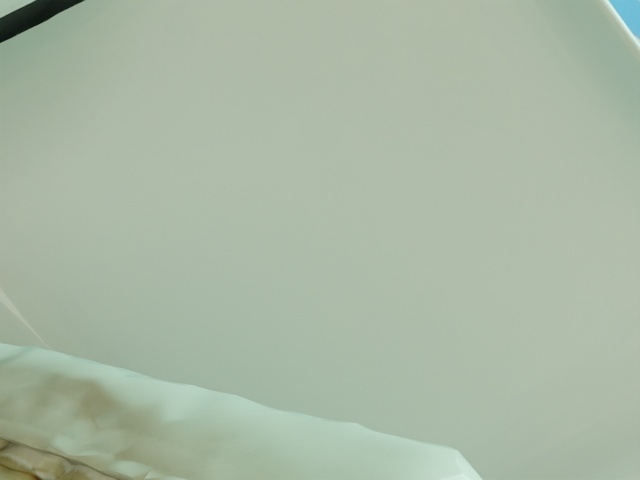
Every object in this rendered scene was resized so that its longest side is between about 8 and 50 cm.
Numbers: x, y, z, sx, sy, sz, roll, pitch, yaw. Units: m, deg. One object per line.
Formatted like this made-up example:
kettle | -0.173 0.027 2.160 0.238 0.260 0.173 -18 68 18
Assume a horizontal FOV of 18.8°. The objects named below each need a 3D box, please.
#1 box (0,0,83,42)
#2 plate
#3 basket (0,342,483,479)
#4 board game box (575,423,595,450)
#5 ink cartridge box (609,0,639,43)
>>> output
box | -0.314 -0.115 0.613 0.395 0.097 0.318 -28 56 -11
plate | 0.000 0.000 0.698 0.278 0.045 0.277 -36 101 17
basket | -0.078 0.231 0.518 0.266 0.331 0.328 -40 116 -30
board game box | 0.208 0.142 0.753 0.194 0.060 0.194 -14 89 -4
ink cartridge box | 0.184 -0.077 0.746 0.203 0.086 0.148 20 87 -4
